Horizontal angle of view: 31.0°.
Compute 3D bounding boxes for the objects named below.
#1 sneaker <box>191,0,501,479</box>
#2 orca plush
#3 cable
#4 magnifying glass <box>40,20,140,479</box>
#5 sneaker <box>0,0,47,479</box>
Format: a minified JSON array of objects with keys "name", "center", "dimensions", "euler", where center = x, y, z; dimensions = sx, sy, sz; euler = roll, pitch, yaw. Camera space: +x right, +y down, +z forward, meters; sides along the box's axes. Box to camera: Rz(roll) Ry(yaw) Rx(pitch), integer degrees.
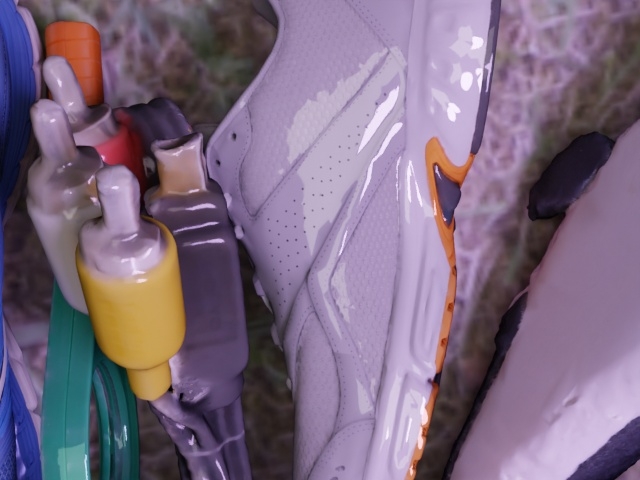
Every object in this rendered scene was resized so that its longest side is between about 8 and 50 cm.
[{"name":"sneaker","center":[0.000,0.000,0.487],"dimensions":[0.121,0.099,0.262],"euler":[9,88,6]},{"name":"orca plush","center":[0.147,0.055,0.484],"dimensions":[0.102,0.151,0.287],"euler":[21,93,-34]},{"name":"cable","center":[-0.067,0.060,0.470],"dimensions":[0.072,0.139,0.287],"euler":[-12,123,-14]},{"name":"magnifying glass","center":[-0.100,0.023,0.491],"dimensions":[0.026,0.092,0.231],"euler":[-3,85,4]},{"name":"sneaker","center":[-0.181,0.044,0.454],"dimensions":[0.130,0.147,0.330],"euler":[1,97,0]}]
